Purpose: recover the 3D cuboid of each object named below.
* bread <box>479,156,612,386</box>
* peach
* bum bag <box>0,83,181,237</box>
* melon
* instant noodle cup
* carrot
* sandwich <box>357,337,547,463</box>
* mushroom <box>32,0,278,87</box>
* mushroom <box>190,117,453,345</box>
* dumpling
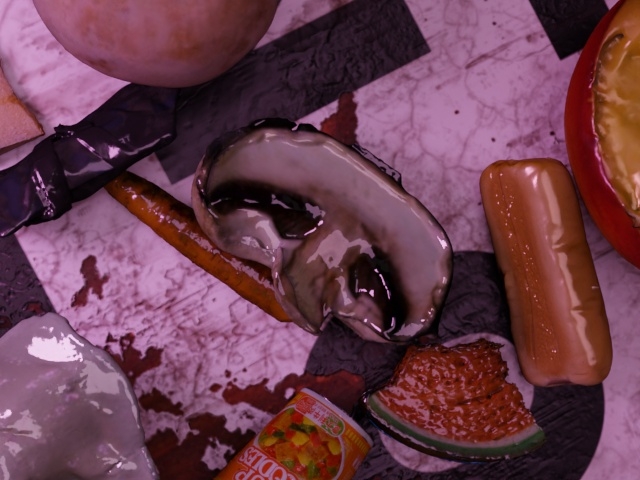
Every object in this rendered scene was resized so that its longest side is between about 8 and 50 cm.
[{"bbox_3d":[0.294,0.038,1.408,0.091,0.142,0.305,-11,88,-40],"label":"bread"},{"bbox_3d":[0.452,-0.134,1.379,0.306,0.242,0.380,-1,91,-3],"label":"peach"},{"bbox_3d":[-0.299,-0.100,1.343,0.310,0.137,0.074,-34,136,-6],"label":"bum bag"},{"bbox_3d":[-0.428,-0.190,1.361,0.098,0.054,0.182,-30,92,-13],"label":"melon"},{"bbox_3d":[-0.033,0.287,1.348,0.168,0.168,0.185,41,76,-4],"label":"instant noodle cup"},{"bbox_3d":[-0.148,-0.003,1.383,0.314,0.066,0.066,36,84,-3],"label":"carrot"},{"bbox_3d":[0.161,0.211,1.413,0.235,0.079,0.159,-3,78,-11],"label":"sandwich"},{"bbox_3d":[-0.193,-0.324,1.278,0.298,0.290,0.297,-1,95,-11],"label":"mushroom"},{"bbox_3d":[-0.001,0.000,1.351,0.344,0.130,0.247,25,66,-6],"label":"mushroom"},{"bbox_3d":[-0.325,0.259,1.271,0.270,0.211,0.320,-5,128,-12],"label":"dumpling"}]
